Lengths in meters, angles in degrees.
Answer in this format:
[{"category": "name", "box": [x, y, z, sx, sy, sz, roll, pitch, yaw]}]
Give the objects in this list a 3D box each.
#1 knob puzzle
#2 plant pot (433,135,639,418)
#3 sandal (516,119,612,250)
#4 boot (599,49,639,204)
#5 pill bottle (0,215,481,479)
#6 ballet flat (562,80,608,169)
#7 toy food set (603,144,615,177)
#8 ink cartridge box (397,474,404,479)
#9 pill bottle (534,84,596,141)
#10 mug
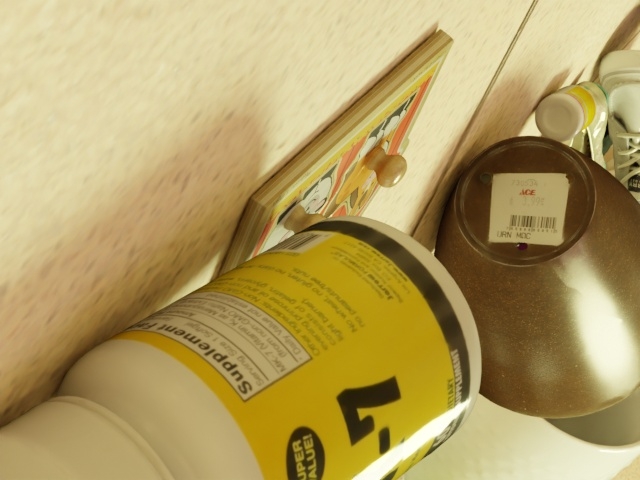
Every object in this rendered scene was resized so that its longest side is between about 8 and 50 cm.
[{"category": "knob puzzle", "box": [0.000, 0.000, 0.789, 0.213, 0.030, 0.213, -50, 169, -13]}, {"category": "plant pot", "box": [0.180, 0.012, 1.200, 0.215, 0.215, 0.230, -51, 156, -8]}, {"category": "sandal", "box": [0.256, -0.021, 1.598, 0.446, 0.107, 0.167, -46, 168, -33]}, {"category": "boot", "box": [0.344, -0.102, 1.533, 0.258, 0.095, 0.123, 32, 64, -62]}, {"category": "pill bottle", "box": [-0.036, 0.079, 0.619, 0.208, 0.119, 0.119, -30, 157, -42]}, {"category": "ballet flat", "box": [0.253, -0.086, 1.467, 0.052, 0.057, 0.168, -36, 140, -25]}, {"category": "toy food set", "box": [0.419, -0.033, 1.913, 0.092, 0.219, 0.306, -42, 175, 29]}, {"category": "ink cartridge box", "box": [0.045, 0.221, 1.410, 0.181, 0.056, 0.224, 109, -2, -61]}, {"category": "pill bottle", "box": [0.222, -0.115, 1.321, 0.043, 0.043, 0.083, -58, 168, 24]}, {"category": "mug", "box": [0.192, 0.222, 1.806, 0.374, 0.276, 0.328, -4, 147, -35]}]
